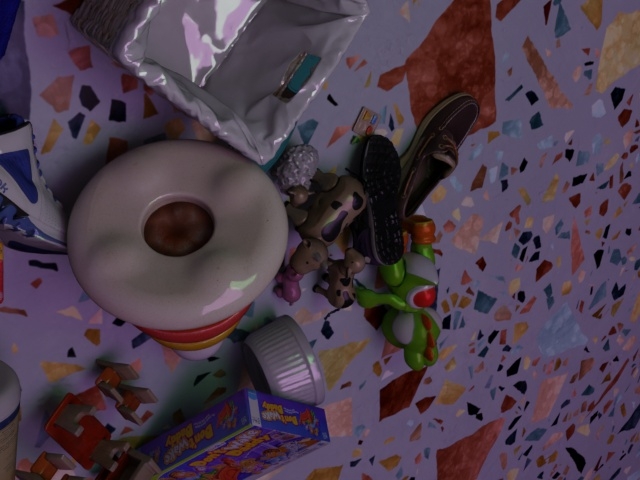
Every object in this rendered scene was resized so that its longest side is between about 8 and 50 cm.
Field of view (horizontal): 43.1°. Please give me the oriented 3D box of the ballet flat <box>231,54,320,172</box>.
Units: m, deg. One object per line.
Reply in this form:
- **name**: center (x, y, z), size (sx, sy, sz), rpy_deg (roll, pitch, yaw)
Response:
- **ballet flat**: center (-0.084, -0.280, 1.509), size (0.123, 0.123, 0.348), rpy_deg (21, 101, -43)

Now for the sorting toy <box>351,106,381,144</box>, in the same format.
- **sorting toy**: center (0.096, -0.239, 1.739), size (0.062, 0.012, 0.083), rpy_deg (20, 98, -43)

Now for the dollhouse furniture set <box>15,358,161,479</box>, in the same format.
- **dollhouse furniture set**: center (-0.430, 0.394, 1.541), size (0.262, 0.135, 0.259), rpy_deg (-58, 138, -34)

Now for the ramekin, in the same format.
- **ramekin**: center (-0.085, 0.272, 1.725), size (0.109, 0.207, 0.207), rpy_deg (-20, 123, -19)

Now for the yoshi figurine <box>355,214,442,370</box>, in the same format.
- **yoshi figurine**: center (0.197, 0.126, 1.929), size (0.203, 0.204, 0.362), rpy_deg (-49, 133, -68)

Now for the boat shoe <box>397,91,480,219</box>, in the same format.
- **boat shoe**: center (0.263, -0.185, 1.822), size (0.342, 0.123, 0.123), rpy_deg (-48, 132, -10)

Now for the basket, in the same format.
- **basket**: center (-0.167, -0.359, 1.298), size (0.331, 0.266, 0.328), rpy_deg (35, 88, -44)

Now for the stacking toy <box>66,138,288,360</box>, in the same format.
- **stacking toy**: center (-0.234, 0.079, 1.461), size (0.351, 0.350, 0.480), rpy_deg (-35, 157, -20)

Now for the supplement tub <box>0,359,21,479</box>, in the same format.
- **supplement tub**: center (-0.617, 0.364, 1.323), size (0.228, 0.228, 0.316), rpy_deg (-4, 113, -37)

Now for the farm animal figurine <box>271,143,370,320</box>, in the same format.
- **farm animal figurine**: center (0.000, 0.000, 1.671), size (0.330, 0.172, 0.326), rpy_deg (24, 96, -43)

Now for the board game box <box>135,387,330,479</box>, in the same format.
- **board game box**: center (-0.187, 0.427, 1.669), size (0.347, 0.078, 0.233), rpy_deg (-33, 141, 29)

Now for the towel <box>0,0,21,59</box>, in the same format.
- **towel**: center (-0.551, -0.331, 1.066), size (0.308, 0.076, 0.227), rpy_deg (-4, 151, -37)

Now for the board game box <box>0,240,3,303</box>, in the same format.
- **board game box**: center (-0.638, 0.073, 1.298), size (0.259, 0.039, 0.124), rpy_deg (-9, 117, -38)

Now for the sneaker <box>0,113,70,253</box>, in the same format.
- **sneaker**: center (-0.472, -0.093, 1.267), size (0.315, 0.128, 0.182), rpy_deg (40, 55, -61)

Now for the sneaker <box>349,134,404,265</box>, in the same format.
- **sneaker**: center (0.099, -0.086, 1.762), size (0.107, 0.124, 0.283), rpy_deg (-1, 90, -39)
